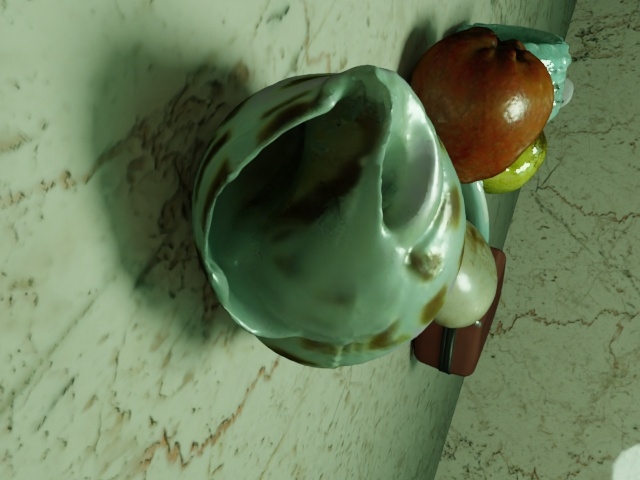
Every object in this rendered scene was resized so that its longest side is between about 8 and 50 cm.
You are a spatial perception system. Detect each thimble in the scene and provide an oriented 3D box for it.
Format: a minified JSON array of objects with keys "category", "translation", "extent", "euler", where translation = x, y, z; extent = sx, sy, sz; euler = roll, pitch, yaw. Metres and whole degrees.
[{"category":"thimble","translation":[0.334,-0.299,1.171],"extent":[0.198,0.235,0.143],"euler":[-17,126,-32]}]

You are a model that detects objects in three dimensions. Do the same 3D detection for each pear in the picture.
[{"category":"pear","translation":[0.366,-0.194,1.380],"extent":[0.197,0.197,0.197],"euler":[15,90,-70]}]

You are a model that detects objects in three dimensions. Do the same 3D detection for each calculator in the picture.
[{"category":"calculator","translation":[0.286,-0.080,1.329],"extent":[0.295,0.042,0.184],"euler":[69,-2,-57]}]

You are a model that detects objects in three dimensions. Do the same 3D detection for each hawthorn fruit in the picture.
[{"category":"hawthorn fruit","translation":[0.224,-0.188,1.012],"extent":[0.224,0.224,0.261],"euler":[-34,150,-61]}]

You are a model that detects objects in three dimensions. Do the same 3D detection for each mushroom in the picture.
[{"category":"mushroom","translation":[0.225,0.054,1.226],"extent":[0.226,0.178,0.226],"euler":[21,61,-44]}]

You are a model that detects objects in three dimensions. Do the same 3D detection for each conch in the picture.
[{"category":"conch","translation":[0.000,-0.001,0.568],"extent":[0.249,0.197,0.368],"euler":[-14,130,-25]}]

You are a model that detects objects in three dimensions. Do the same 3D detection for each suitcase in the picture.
[{"category":"suitcase","translation":[0.342,0.158,1.609],"extent":[0.297,0.161,0.236],"euler":[-55,152,-42]}]

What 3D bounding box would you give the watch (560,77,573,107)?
[{"category":"watch","translation":[0.451,-0.361,1.510],"extent":[0.248,0.211,0.217],"euler":[-59,148,-16]}]
